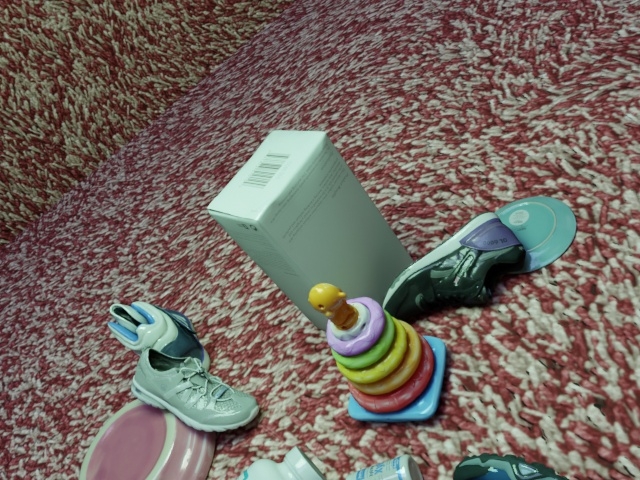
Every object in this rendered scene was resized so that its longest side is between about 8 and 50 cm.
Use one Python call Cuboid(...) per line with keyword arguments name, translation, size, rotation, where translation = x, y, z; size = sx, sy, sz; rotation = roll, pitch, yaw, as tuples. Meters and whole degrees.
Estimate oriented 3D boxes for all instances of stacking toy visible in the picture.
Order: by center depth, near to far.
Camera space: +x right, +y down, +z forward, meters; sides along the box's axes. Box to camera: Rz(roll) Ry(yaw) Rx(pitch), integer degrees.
Cuboid(name="stacking toy", translation=(0.069, 0.160, 1.028), size=(0.175, 0.302, 0.165), rotation=(-11, 45, 33))

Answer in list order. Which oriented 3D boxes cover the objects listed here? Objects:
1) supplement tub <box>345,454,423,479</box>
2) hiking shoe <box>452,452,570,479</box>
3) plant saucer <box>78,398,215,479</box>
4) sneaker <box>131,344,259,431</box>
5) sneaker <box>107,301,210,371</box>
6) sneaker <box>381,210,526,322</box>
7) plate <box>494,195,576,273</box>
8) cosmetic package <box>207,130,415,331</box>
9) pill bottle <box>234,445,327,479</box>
Cuboid(name="supplement tub", translation=(0.100, 0.379, 0.967), size=(0.107, 0.071, 0.071), rotation=(-25, 39, 16))
Cuboid(name="hiking shoe", translation=(0.289, 0.365, 0.785), size=(0.304, 0.113, 0.132), rotation=(7, 55, 44))
Cuboid(name="plant saucer", translation=(-0.370, 0.449, 1.284), size=(0.332, 0.084, 0.332), rotation=(-22, 40, 21))
Cuboid(name="sneaker", translation=(-0.255, 0.292, 1.248), size=(0.281, 0.115, 0.105), rotation=(13, 21, 14))
Cuboid(name="sneaker", translation=(-0.399, 0.190, 1.448), size=(0.130, 0.236, 0.323), rotation=(-47, 38, -11))
Cuboid(name="sneaker", translation=(0.240, 0.079, 1.139), size=(0.283, 0.107, 0.124), rotation=(-42, 55, 12))
Cuboid(name="plate", translation=(0.382, -0.019, 1.183), size=(0.188, 0.024, 0.188), rotation=(-24, 40, 21))
Cuboid(name="cosmetic package", translation=(0.000, 0.000, 1.188), size=(0.156, 0.385, 0.217), rotation=(13, 58, 46))
Cuboid(name="pill bottle", translation=(-0.107, 0.454, 0.996), size=(0.264, 0.146, 0.146), rotation=(-41, 37, -8))
